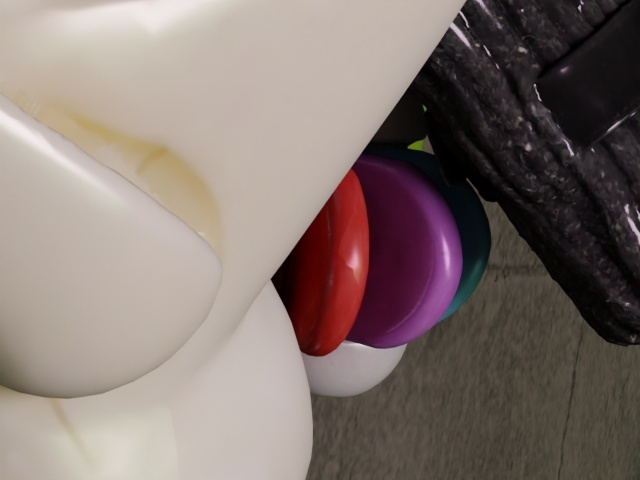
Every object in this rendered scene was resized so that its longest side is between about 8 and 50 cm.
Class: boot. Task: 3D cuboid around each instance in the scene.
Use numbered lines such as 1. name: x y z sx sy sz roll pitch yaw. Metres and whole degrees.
1. boot: 0.115 -0.123 0.883 0.131 0.260 0.348 -44 -172 40

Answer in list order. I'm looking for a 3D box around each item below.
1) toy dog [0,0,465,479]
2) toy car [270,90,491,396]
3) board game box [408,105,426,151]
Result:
1. toy dog: -0.090 -0.053 0.562 0.395 0.284 0.408 -9 119 -52
2. toy car: 0.000 0.000 0.844 0.182 0.136 0.159 -2 101 -42
3. board game box: 0.012 -0.026 0.979 0.092 0.043 0.181 -11 109 -60
